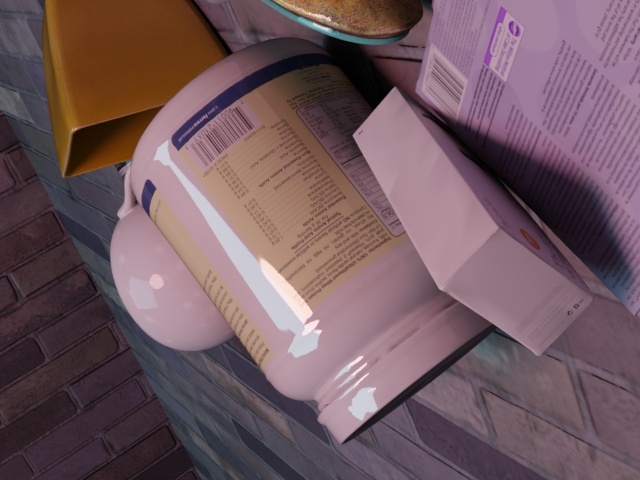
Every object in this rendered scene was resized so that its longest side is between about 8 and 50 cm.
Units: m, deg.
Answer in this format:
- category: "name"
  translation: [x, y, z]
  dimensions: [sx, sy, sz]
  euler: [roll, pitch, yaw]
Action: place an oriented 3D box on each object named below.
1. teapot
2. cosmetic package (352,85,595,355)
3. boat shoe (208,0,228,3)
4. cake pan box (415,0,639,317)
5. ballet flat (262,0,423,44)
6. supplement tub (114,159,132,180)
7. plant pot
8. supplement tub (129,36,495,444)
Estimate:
- category: "teapot"
  translation: [-0.154, 0.018, 1.363]
  dimensions: [0.187, 0.256, 0.253]
  euler: [-25, 73, 28]
- category: "cosmetic package"
  translation: [0.102, -0.025, 0.718]
  dimensions: [0.099, 0.060, 0.239]
  euler: [31, -161, -27]
- category: "boat shoe"
  translation: [-0.103, -0.285, 1.037]
  dimensions: [0.100, 0.035, 0.035]
  euler: [127, 136, -72]
- category: "cake pan box"
  translation: [0.174, -0.103, 0.625]
  dimensions: [0.246, 0.070, 0.267]
  euler: [50, 158, 23]
- category: "ballet flat"
  translation: [-0.046, -0.274, 0.822]
  dimensions: [0.348, 0.123, 0.123]
  euler: [40, 153, 39]
- category: "supplement tub"
  translation: [-0.268, -0.163, 1.452]
  dimensions: [0.190, 0.117, 0.117]
  euler: [60, 159, -4]
- category: "plant pot"
  translation: [-0.244, -0.218, 1.226]
  dimensions: [0.187, 0.212, 0.212]
  euler: [69, 160, 6]
- category: "supplement tub"
  translation: [0.000, 0.000, 0.921]
  dimensions: [0.325, 0.235, 0.235]
  euler: [52, 159, 13]
